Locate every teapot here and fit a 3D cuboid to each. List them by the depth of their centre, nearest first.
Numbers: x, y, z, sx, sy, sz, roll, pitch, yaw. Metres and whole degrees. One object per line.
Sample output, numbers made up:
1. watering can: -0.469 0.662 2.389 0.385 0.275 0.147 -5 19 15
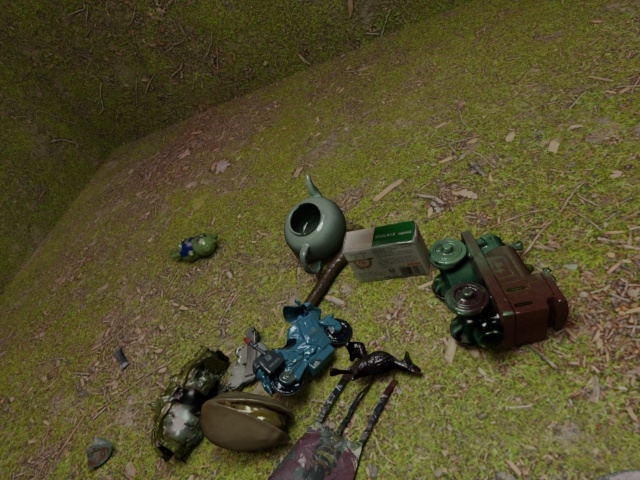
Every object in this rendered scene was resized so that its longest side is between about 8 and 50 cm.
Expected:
1. teapot: -0.022 -0.041 1.303 0.193 0.129 0.294 -8 64 25

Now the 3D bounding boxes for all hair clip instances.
1. hair clip: -0.189 0.317 1.179 0.116 0.049 0.172 -23 42 21

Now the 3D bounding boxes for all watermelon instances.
1. watermelon: -0.617 0.572 1.200 0.085 0.061 0.085 -13 50 16

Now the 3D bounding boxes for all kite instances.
1. kite: 0.026 0.426 0.933 0.204 0.022 0.360 9 55 43

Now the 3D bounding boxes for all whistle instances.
1. whistle: -0.483 0.027 1.658 0.227 0.085 0.105 -15 33 23

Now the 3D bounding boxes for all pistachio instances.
1. pistachio: -0.170 0.409 0.992 0.223 0.152 0.126 3 45 13

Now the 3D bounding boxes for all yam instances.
1. yam: 0.036 0.087 1.264 0.045 0.045 0.326 26 64 19

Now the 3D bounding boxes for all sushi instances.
1. sushi: -0.333 0.406 1.119 0.131 0.139 0.291 6 51 29

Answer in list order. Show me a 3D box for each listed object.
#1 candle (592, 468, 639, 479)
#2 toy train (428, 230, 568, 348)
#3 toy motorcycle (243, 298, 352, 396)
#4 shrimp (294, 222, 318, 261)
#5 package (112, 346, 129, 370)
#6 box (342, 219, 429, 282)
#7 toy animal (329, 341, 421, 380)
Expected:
1. candle: 0.429 0.417 0.621 0.169 0.068 0.192 4 48 39
2. toy train: 0.367 0.093 0.957 0.222 0.150 0.304 -15 40 7
3. toy motorcycle: -0.060 0.255 1.077 0.182 0.123 0.272 31 50 27
4. shrimp: 0.001 0.001 1.383 0.187 0.051 0.132 -39 55 3
5. package: -0.666 0.394 1.458 0.037 0.015 0.110 -47 39 -15
6. box: 0.173 0.033 1.149 0.199 0.135 0.081 -11 43 25
7. toy animal: 0.126 0.276 0.983 0.202 0.070 0.105 1 43 25
